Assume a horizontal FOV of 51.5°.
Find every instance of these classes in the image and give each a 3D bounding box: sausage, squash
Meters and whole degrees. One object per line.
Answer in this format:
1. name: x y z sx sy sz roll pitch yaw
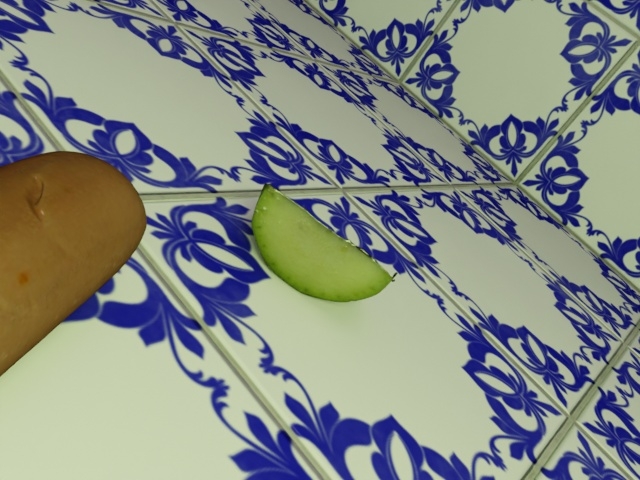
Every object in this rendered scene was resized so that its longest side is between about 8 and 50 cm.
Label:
1. sausage: -0.230 0.024 0.446 0.121 0.121 0.304 35 24 -3
2. squash: -0.014 0.019 0.812 0.192 0.085 0.184 37 -4 -4
